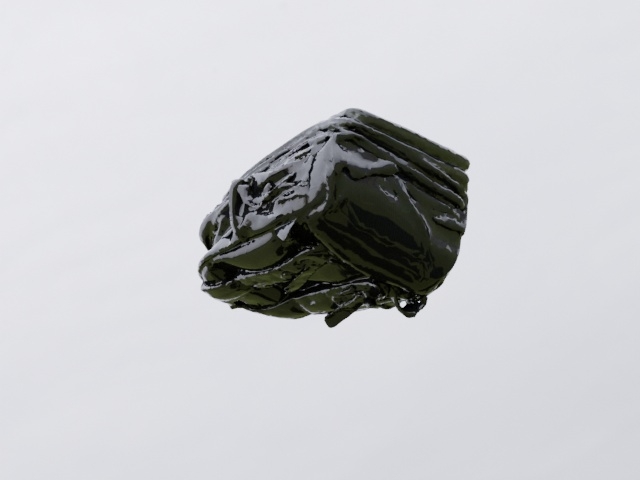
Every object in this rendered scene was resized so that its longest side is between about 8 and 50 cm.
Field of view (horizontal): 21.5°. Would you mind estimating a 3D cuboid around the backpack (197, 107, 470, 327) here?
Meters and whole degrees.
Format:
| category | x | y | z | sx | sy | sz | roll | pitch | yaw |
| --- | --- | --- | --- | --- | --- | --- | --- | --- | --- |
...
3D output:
| category | x | y | z | sx | sy | sz | roll | pitch | yaw |
| --- | --- | --- | --- | --- | --- | --- | --- | --- | --- |
| backpack | 0.000 | 0.000 | 1.472 | 0.206 | 0.133 | 0.258 | 27 | -33 | -30 |
